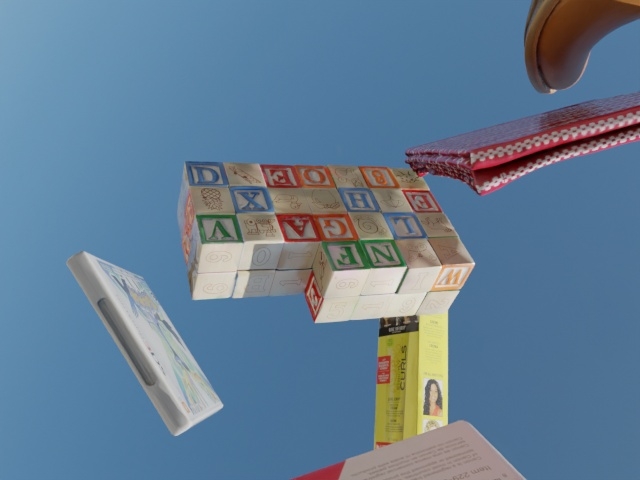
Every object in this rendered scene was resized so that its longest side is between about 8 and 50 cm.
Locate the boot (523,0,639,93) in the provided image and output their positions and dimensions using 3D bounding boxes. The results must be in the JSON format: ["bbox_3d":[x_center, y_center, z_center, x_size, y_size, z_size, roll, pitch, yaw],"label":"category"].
[{"bbox_3d":[0.288,-0.218,0.517,0.220,0.283,0.109,10,-120,20],"label":"boot"}]

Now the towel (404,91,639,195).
[{"bbox_3d":[0.175,-0.079,0.475,0.198,0.275,0.031,-15,-82,2],"label":"towel"}]

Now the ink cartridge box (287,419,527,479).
[{"bbox_3d":[0.065,0.256,0.358,0.226,0.131,0.306,-13,-163,-12],"label":"ink cartridge box"}]

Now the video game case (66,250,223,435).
[{"bbox_3d":[-0.274,0.170,1.051,0.036,0.329,0.300,-34,-98,-7],"label":"video game case"}]

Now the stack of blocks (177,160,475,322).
[{"bbox_3d":[0.000,0.000,0.718,0.087,0.297,0.171,110,-30,-41],"label":"stack of blocks"}]

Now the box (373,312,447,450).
[{"bbox_3d":[0.118,0.179,0.823,0.087,0.058,0.232,-19,-118,53],"label":"box"}]

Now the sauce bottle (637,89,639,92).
[{"bbox_3d":[0.453,-0.066,0.575,0.111,0.344,0.111,-59,-165,27],"label":"sauce bottle"}]
